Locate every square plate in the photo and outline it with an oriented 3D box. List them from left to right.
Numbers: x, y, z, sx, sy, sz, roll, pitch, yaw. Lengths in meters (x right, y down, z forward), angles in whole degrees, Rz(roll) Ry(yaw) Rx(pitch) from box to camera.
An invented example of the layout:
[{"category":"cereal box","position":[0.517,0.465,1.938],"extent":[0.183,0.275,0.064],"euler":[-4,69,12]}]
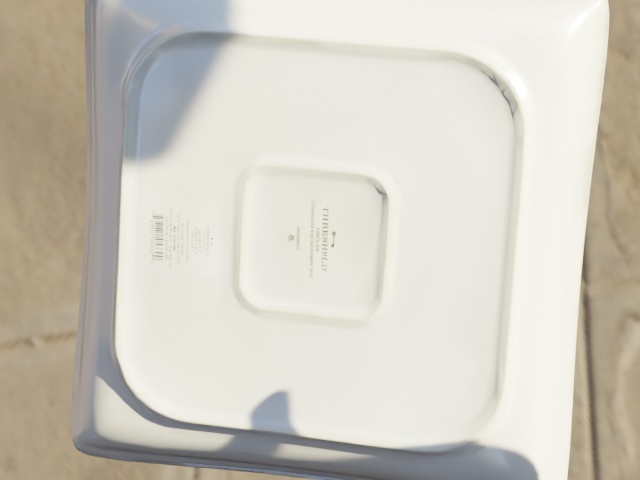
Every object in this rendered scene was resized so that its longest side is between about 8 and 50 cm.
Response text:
[{"category":"square plate","position":[0.000,0.000,1.200],"extent":[0.344,0.049,0.347],"euler":[6,102,11]}]
